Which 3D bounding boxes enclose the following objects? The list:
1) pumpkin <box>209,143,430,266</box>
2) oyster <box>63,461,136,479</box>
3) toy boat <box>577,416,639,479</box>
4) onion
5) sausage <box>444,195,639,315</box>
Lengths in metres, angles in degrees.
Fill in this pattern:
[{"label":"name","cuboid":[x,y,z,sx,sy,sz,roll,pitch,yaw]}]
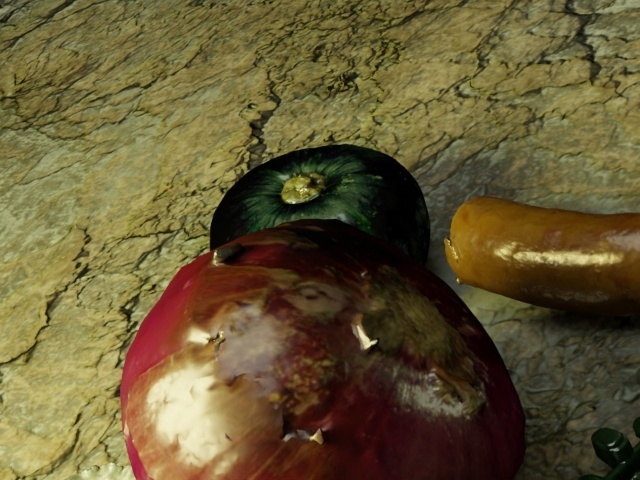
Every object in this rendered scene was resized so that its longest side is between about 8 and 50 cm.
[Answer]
[{"label":"pumpkin","cuboid":[0.000,0.000,1.546,0.233,0.163,0.233,-15,36,12]},{"label":"oyster","cuboid":[-0.227,0.266,1.441,0.122,0.045,0.146,-3,33,35]},{"label":"toy boat","cuboid":[0.297,0.200,1.182,0.104,0.052,0.210,-39,35,-22]},{"label":"onion","cuboid":[-0.030,0.172,1.255,0.385,0.348,0.348,-49,20,34]},{"label":"sausage","cuboid":[0.243,0.015,1.422,0.270,0.109,0.109,6,46,39]}]
